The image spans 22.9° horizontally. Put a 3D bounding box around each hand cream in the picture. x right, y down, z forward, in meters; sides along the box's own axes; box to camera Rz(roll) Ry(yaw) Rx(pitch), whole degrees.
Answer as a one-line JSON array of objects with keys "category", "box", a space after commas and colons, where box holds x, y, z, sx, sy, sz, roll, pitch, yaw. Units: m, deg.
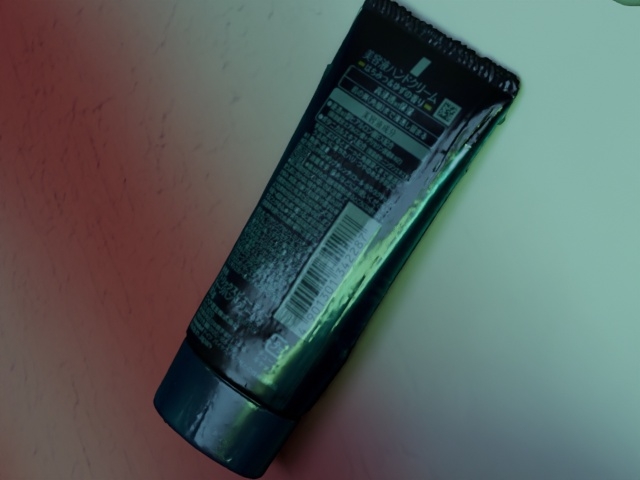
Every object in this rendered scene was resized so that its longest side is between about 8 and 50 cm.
[{"category": "hand cream", "box": [0.000, 0.000, 0.886, 0.120, 0.061, 0.270, 37, 103, 36]}]

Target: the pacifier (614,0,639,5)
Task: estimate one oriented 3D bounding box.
[{"category": "pacifier", "box": [0.202, -0.109, 0.596, 0.288, 0.269, 0.343, 18, 92, 66]}]
